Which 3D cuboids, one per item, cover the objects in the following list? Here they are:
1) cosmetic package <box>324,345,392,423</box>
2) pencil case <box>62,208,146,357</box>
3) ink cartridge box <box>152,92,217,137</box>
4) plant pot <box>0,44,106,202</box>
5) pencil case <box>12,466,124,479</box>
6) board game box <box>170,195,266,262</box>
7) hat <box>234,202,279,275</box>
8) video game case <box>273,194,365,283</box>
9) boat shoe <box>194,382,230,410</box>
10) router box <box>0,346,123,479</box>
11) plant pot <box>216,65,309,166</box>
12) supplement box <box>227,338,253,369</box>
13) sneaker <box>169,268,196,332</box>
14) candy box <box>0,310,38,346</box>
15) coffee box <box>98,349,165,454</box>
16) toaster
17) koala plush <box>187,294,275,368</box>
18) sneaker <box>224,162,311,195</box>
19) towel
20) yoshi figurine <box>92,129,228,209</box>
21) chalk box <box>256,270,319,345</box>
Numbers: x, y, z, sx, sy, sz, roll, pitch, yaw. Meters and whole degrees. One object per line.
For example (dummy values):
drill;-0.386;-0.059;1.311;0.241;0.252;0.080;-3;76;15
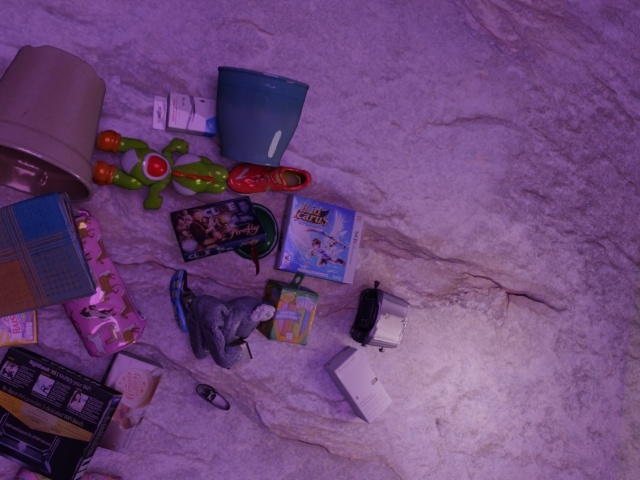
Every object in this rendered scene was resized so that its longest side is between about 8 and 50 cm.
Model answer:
cosmetic package;0.127;0.481;1.885;0.117;0.085;0.231;-39;106;-21
pencil case;-0.616;0.115;1.512;0.167;0.160;0.386;-33;103;-48
ink cartridge box;-0.401;-0.374;1.671;0.180;0.060;0.104;4;88;-25
plant pot;-0.695;-0.302;1.418;0.333;0.333;0.306;20;70;-23
pencil case;-0.676;0.676;1.495;0.284;0.124;0.124;18;82;-24
board game box;-0.302;-0.038;1.658;0.243;0.042;0.165;-15;55;-19
hat;-0.174;-0.018;1.701;0.172;0.183;0.209;-16;95;-24
video game case;0.000;0.000;1.849;0.269;0.061;0.245;13;83;-24
boat shoe;-0.324;0.475;1.703;0.125;0.038;0.046;44;72;-18
router box;-0.707;0.446;1.443;0.308;0.081;0.243;24;78;3
plant pot;-0.189;-0.358;1.670;0.271;0.271;0.255;7;100;-24
supplement box;-0.263;0.343;1.708;0.083;0.083;0.056;-20;97;-24
sneaker;-0.396;0.175;1.668;0.078;0.067;0.188;-13;97;-36
candy box;-0.812;0.175;1.492;0.105;0.027;0.206;-3;90;-21
coffee box;-0.554;0.444;1.565;0.141;0.098;0.247;27;78;-21
toaster;0.208;0.259;1.904;0.146;0.129;0.227;21;78;-27
koala plush;-0.255;0.228;1.640;0.221;0.196;0.204;-20;106;-38
sneaker;-0.157;-0.199;1.748;0.278;0.118;0.108;-5;90;-25
towel;-0.764;0.048;1.414;0.369;0.040;0.272;-15;96;9
yoshi figurine;-0.447;-0.201;1.617;0.361;0.204;0.203;11;44;-10
chalk box;-0.098;0.199;1.746;0.132;0.132;0.213;14;91;-24
